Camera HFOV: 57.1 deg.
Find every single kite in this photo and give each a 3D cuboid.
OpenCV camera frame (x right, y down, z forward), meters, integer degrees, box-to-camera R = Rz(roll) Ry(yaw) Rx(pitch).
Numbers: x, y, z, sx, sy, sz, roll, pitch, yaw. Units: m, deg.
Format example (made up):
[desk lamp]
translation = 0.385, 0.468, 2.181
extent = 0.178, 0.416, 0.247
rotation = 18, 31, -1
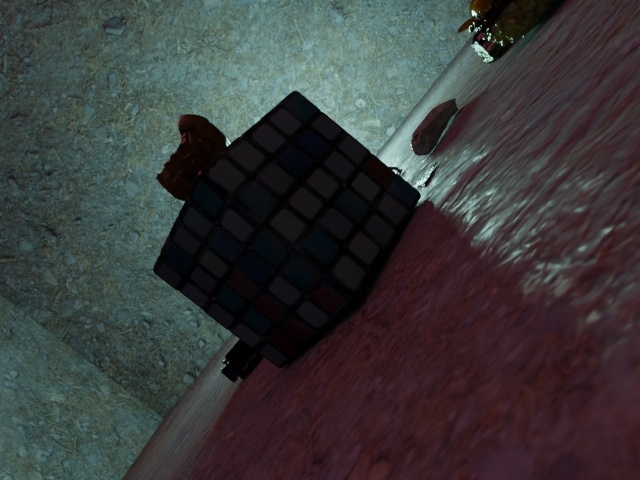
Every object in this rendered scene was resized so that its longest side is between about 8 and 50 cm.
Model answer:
[kite]
translation = 0.192, -0.113, 1.094
extent = 0.090, 0.004, 0.122
rotation = -52, 3, -6

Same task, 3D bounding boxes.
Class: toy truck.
[toy truck]
translation = -0.160, 0.255, 1.418
extent = 0.202, 0.074, 0.088
rotation = -52, -6, 10

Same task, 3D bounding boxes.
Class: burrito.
[burrito]
translation = 0.257, -0.260, 1.334
extent = 0.203, 0.064, 0.064
rotation = -53, 3, -39

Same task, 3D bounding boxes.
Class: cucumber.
[cucumber]
translation = 0.434, -0.501, 1.402
extent = 0.193, 0.086, 0.115
rotation = -40, 8, 41

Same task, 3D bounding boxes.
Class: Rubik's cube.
[Rubik's cube]
translation = -0.058, -0.016, 0.985
extent = 0.287, 0.292, 0.293
rotation = -48, 6, 48

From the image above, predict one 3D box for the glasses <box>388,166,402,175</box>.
[glasses]
translation = 0.141, -0.167, 1.504
extent = 0.140, 0.103, 0.062
rotation = -58, 8, -32

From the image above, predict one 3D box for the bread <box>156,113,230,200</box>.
[bread]
translation = -0.220, -0.144, 1.085
extent = 0.086, 0.125, 0.156
rotation = -11, -55, -82

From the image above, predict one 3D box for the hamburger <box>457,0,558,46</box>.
[hamburger]
translation = 0.414, -0.514, 1.209
extent = 0.262, 0.138, 0.243
rotation = -53, 5, -10
